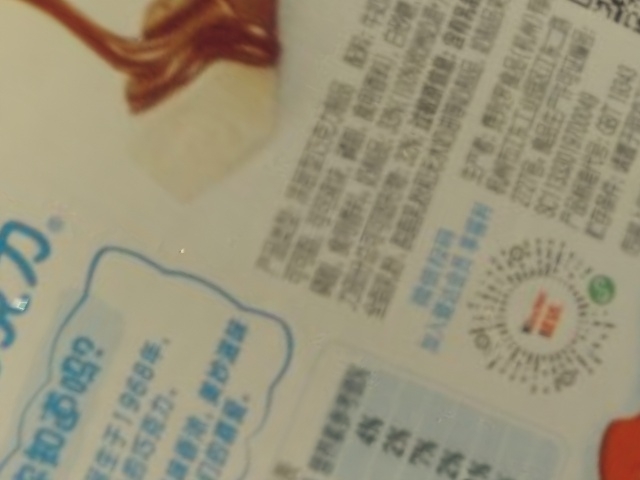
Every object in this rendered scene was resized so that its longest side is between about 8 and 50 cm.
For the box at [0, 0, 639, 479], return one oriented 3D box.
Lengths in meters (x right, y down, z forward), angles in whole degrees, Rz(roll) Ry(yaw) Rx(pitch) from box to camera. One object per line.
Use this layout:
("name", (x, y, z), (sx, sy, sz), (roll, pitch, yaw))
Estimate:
("box", (0.000, 0.000, 0.370), (0.265, 0.048, 0.273), (24, 82, -7))
